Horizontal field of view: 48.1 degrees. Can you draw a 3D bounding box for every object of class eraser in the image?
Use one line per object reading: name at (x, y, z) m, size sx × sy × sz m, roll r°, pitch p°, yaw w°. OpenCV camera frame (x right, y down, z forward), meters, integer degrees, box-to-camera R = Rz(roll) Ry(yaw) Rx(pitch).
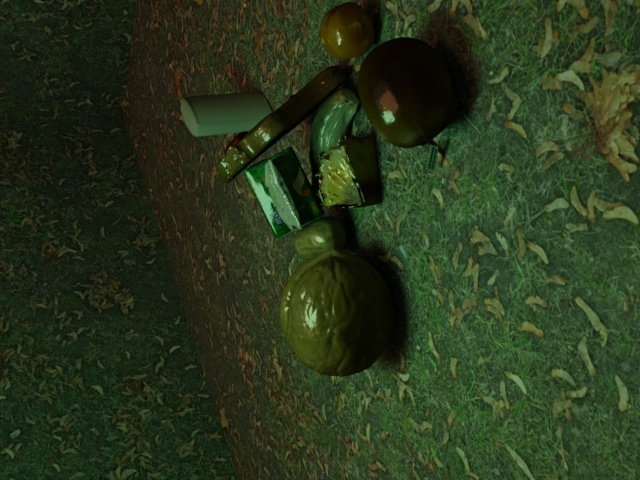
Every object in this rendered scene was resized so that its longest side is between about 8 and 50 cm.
eraser at (-0.306, -0.420, 2.363) m, size 0.174 × 0.270 × 0.094 m, roll 57°, pitch 147°, yaw 39°

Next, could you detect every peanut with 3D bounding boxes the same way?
peanut at (0.000, 0.000, 2.046) m, size 0.253 × 0.137 × 0.122 m, roll -21°, pitch 82°, yaw 66°

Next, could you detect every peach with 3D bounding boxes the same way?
peach at (0.065, -0.510, 1.745) m, size 0.138 × 0.138 × 0.138 m, roll 32°, pitch 127°, yaw 57°

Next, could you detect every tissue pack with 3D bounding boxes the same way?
tissue pack at (-0.098, -0.128, 1.922) m, size 0.156 × 0.148 × 0.209 m, roll -78°, pitch -38°, yaw -81°

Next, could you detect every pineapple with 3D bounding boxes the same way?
pineapple at (0.079, -0.159, 1.855) m, size 0.186 × 0.115 × 0.236 m, roll 48°, pitch 140°, yaw 29°

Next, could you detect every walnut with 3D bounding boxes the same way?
walnut at (0.041, 0.182, 1.867) m, size 0.333 × 0.333 × 0.332 m, roll 32°, pitch 127°, yaw 57°

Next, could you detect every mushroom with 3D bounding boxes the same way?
mushroom at (0.031, -0.251, 1.955) m, size 0.123 × 0.095 × 0.351 m, roll 29°, pitch 129°, yaw 26°

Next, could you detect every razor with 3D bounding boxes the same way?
razor at (0.218, -0.236, 1.634) m, size 0.191 × 0.037 × 0.068 m, roll -124°, pitch 30°, yaw -43°

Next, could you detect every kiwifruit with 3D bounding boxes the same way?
kiwifruit at (0.182, -0.305, 1.507) m, size 0.196 × 0.196 × 0.233 m, roll 133°, pitch 127°, yaw -58°

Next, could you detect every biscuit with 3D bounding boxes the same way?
biscuit at (-0.112, -0.315, 1.898) m, size 0.076 × 0.394 × 0.368 m, roll 49°, pitch 154°, yaw -5°

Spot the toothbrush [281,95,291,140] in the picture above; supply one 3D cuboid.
toothbrush at (-0.111, -0.385, 2.271) m, size 0.011 × 0.014 × 0.167 m, roll -112°, pitch 27°, yaw -42°
